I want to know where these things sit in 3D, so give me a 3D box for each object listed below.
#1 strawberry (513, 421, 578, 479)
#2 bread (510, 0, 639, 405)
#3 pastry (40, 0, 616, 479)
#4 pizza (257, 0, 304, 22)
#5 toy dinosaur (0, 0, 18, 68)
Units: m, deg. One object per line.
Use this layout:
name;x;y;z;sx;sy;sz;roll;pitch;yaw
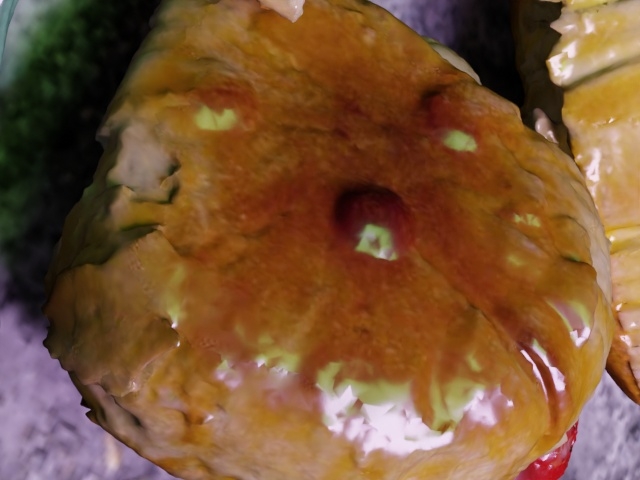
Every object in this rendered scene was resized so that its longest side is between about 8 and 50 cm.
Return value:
strawberry;0.060;0.076;0.611;0.106;0.106;0.106;1;88;-39
bread;0.161;-0.049;0.642;0.250;0.133;0.179;71;23;-13
pastry;0.000;0.000;0.518;0.229;0.100;0.218;-29;76;-30
pizza;-0.036;-0.190;0.530;0.127;0.058;0.246;-16;75;-17
toy dinosaur;-0.151;0.036;0.447;0.120;0.079;0.292;8;86;-44
